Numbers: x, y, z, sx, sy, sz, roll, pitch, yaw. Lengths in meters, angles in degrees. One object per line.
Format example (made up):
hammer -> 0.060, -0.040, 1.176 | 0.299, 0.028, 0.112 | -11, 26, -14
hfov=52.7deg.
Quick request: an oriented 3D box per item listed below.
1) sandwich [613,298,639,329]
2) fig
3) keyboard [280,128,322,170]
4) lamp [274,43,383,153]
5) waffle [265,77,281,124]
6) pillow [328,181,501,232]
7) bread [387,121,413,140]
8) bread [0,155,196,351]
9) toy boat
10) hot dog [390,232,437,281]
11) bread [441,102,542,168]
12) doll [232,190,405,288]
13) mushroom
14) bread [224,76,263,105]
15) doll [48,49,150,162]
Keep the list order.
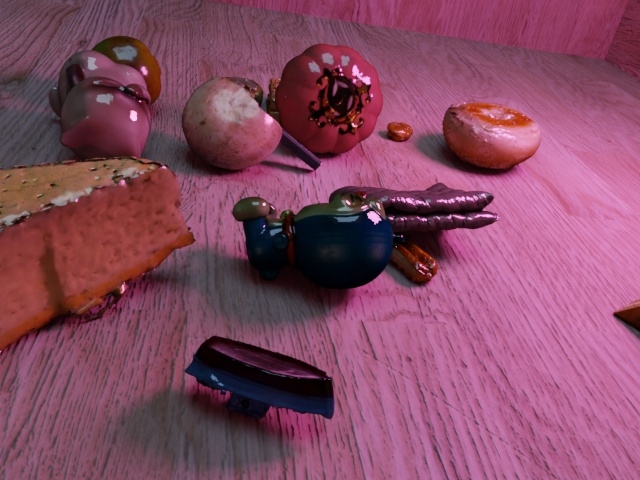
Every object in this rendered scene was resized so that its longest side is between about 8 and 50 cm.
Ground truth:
sandwich -> 0.728, 0.196, 1.321 | 0.117, 0.144, 0.187 | -15, 75, -37
fig -> -0.560, -0.462, 1.791 | 0.230, 0.207, 0.207 | -1, 33, -22
keyboard -> -0.072, -0.246, 1.677 | 0.176, 0.055, 0.014 | 39, 68, -7
lamp -> 0.018, -0.391, 1.795 | 0.306, 0.305, 0.240 | -1, 15, -21
waffle -> -0.013, -0.423, 2.023 | 0.308, 0.091, 0.212 | 6, 31, -10
pillow -> 0.203, -0.074, 1.456 | 0.327, 0.101, 0.228 | -5, 9, -21
bread -> 0.246, -0.340, 2.018 | 0.084, 0.046, 0.081 | 10, 33, -5
bread -> -0.378, 0.020, 1.010 | 0.316, 0.248, 0.279 | -5, 37, -2
toy boat -> -0.086, 0.212, 0.935 | 0.223, 0.097, 0.100 | 16, 16, 9
hot dog -> 0.184, 0.033, 1.374 | 0.071, 0.045, 0.165 | -8, 36, -33
bread -> 0.506, -0.314, 1.954 | 0.306, 0.158, 0.305 | 10, 33, -7
doll -> 0.000, 0.000, 1.239 | 0.322, 0.185, 0.198 | -2, -3, 11
mushroom -> -0.242, -0.269, 1.630 | 0.254, 0.195, 0.189 | 39, 69, 14
bread -> -0.246, -0.475, 2.058 | 0.118, 0.064, 0.156 | -15, 38, -35
doll -> -0.523, -0.321, 1.564 | 0.215, 0.226, 0.370 | 34, 8, -39
